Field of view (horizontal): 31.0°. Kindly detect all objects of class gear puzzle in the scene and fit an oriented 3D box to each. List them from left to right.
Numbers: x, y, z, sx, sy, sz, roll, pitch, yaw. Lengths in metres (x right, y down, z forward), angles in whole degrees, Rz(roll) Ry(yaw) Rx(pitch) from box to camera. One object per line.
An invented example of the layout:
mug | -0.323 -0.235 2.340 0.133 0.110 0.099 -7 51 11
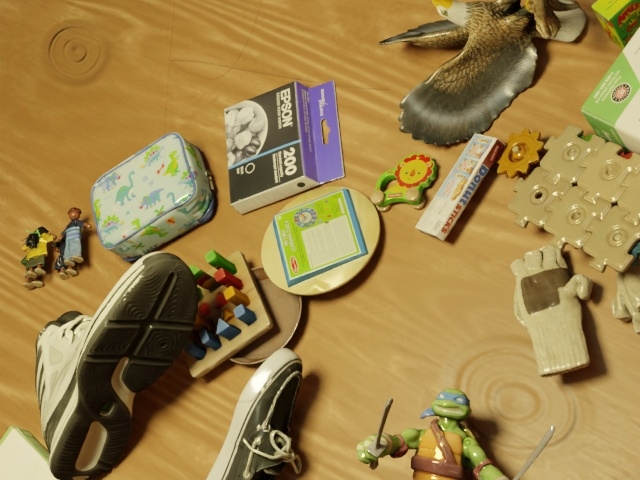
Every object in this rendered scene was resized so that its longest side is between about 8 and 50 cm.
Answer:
gear puzzle | 0.367 -0.071 1.668 0.175 0.044 0.339 -53 41 -1

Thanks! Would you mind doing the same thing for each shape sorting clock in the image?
shape sorting clock | 0.000 0.000 1.869 0.206 0.040 0.206 -11 53 14

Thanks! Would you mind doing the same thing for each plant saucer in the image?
plant saucer | -0.098 0.124 1.883 0.168 0.029 0.168 -13 61 25

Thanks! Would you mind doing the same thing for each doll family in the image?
doll family | -0.495 0.011 2.154 0.193 0.076 0.111 -14 56 19

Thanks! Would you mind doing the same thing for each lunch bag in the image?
lunch bag | -0.300 -0.080 2.065 0.219 0.090 0.176 -31 56 15

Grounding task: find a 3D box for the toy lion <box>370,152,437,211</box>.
toy lion | 0.137 -0.096 1.850 0.100 0.034 0.096 -4 58 30

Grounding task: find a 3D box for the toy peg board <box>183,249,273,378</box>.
toy peg board | -0.184 0.109 1.874 0.161 0.079 0.161 -36 53 14

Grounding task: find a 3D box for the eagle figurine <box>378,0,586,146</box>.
eagle figurine | 0.245 -0.317 1.822 0.298 0.225 0.226 -45 1 42

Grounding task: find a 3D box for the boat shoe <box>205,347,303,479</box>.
boat shoe | -0.086 0.316 1.731 0.105 0.113 0.306 25 84 30

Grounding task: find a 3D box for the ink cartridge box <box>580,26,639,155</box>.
ink cartridge box | 0.538 -0.183 1.592 0.278 0.117 0.201 35 88 38

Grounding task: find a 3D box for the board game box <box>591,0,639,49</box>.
board game box | 0.498 -0.378 1.727 0.181 0.092 0.043 -43 51 6

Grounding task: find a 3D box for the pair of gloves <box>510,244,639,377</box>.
pair of gloves | 0.387 0.073 1.607 0.240 0.042 0.204 -24 52 13

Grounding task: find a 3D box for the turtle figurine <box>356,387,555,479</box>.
turtle figurine | 0.144 0.330 1.509 0.274 0.197 0.266 -175 95 -76

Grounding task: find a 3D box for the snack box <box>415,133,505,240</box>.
snack box | 0.215 -0.084 1.785 0.178 0.022 0.064 -57 28 -4

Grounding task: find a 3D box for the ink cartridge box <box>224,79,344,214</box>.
ink cartridge box | -0.066 -0.171 1.998 0.208 0.045 0.206 -19 58 21

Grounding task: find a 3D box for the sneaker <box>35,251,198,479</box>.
sneaker | -0.370 0.152 1.885 0.257 0.169 0.447 53 123 41

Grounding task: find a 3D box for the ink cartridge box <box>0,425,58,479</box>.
ink cartridge box | -0.496 0.447 1.949 0.235 0.056 0.171 34 87 35
